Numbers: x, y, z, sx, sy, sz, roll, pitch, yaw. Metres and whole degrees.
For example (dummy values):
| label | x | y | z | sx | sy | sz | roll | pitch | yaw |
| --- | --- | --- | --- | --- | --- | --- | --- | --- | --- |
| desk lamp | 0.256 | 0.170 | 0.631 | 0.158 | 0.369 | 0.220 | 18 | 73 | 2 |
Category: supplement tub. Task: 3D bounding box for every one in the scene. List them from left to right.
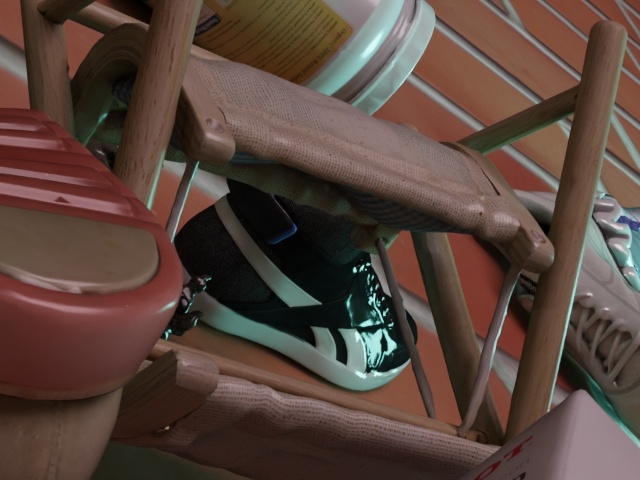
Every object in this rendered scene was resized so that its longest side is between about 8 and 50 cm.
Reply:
| label | x | y | z | sx | sy | sz | roll | pitch | yaw |
| --- | --- | --- | --- | --- | --- | --- | --- | --- | --- |
| supplement tub | -0.031 | -0.182 | 1.228 | 0.199 | 0.144 | 0.144 | 39 | 21 | -22 |

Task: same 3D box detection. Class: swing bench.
| label | x | y | z | sx | sy | sz | roll | pitch | yaw |
| --- | --- | --- | --- | --- | --- | --- | --- | --- | --- |
| swing bench | 0.000 | 0.000 | 0.777 | 0.253 | 0.165 | 0.255 | 20 | 60 | -35 |

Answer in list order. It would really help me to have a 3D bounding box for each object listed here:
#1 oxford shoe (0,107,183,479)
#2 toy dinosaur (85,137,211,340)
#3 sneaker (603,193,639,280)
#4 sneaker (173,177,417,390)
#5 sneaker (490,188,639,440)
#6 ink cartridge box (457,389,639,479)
| label | x | y | z | sx | sy | sz | roll | pitch | yaw |
| --- | --- | --- | --- | --- | --- | --- | --- | --- | --- |
| oxford shoe | -0.203 | -0.022 | 0.638 | 0.140 | 0.147 | 0.397 | 4 | 27 | -39 |
| toy dinosaur | -0.111 | 0.003 | 0.859 | 0.118 | 0.064 | 0.268 | 41 | 25 | -8 |
| sneaker | 0.272 | 0.021 | 1.600 | 0.223 | 0.083 | 0.098 | 9 | 65 | -56 |
| sneaker | 0.019 | 0.014 | 1.000 | 0.217 | 0.121 | 0.079 | 21 | 33 | -50 |
| sneaker | 0.219 | 0.063 | 1.363 | 0.118 | 0.110 | 0.292 | 16 | 29 | -38 |
| ink cartridge box | 0.036 | 0.193 | 0.577 | 0.117 | 0.207 | 0.283 | 48 | 19 | -3 |
